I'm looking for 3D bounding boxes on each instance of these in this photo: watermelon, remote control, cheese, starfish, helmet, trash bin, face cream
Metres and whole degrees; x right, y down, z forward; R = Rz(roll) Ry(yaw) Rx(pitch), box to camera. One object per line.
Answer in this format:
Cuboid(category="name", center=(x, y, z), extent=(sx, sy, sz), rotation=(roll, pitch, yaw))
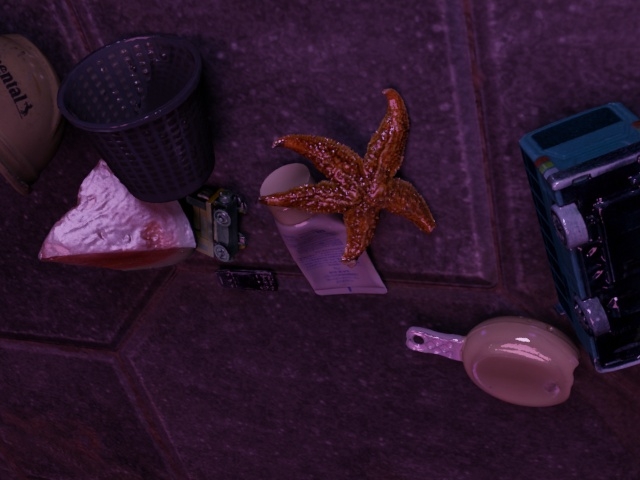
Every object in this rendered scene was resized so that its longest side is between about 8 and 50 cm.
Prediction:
Cuboid(category="watermelon", center=(-0.289, -0.022, 1.142), extent=(0.202, 0.136, 0.207), rotation=(6, 149, -27))
Cuboid(category="remote control", center=(-0.108, 0.057, 1.205), extent=(0.096, 0.014, 0.039), rotation=(2, 129, 23))
Cuboid(category="cheese", center=(0.225, 0.152, 1.091), extent=(0.228, 0.064, 0.137), rotation=(11, 131, 19))
Cuboid(category="starfish", center=(0.045, -0.068, 0.967), extent=(0.228, 0.043, 0.240), rotation=(8, 118, -19))
Cuboid(category="helmet", center=(-0.410, -0.198, 1.049), extent=(0.257, 0.137, 0.204), rotation=(52, 170, -10))
Cuboid(category="trash bin", center=(-0.208, -0.138, 0.995), extent=(0.176, 0.175, 0.161), rotation=(9, 142, 19))
Cuboid(category="face cream", center=(0.000, 0.000, 1.082), extent=(0.114, 0.070, 0.224), rotation=(-3, 139, 31))

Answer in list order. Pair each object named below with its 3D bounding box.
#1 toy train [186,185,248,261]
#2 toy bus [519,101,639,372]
Cuboid(category="toy train", center=(-0.142, -0.024, 1.130), extent=(0.081, 0.050, 0.122), rotation=(23, 134, 22))
Cuboid(category="toy bus", center=(0.303, -0.001, 0.858), extent=(0.128, 0.147, 0.256), rotation=(-20, 122, 5))
